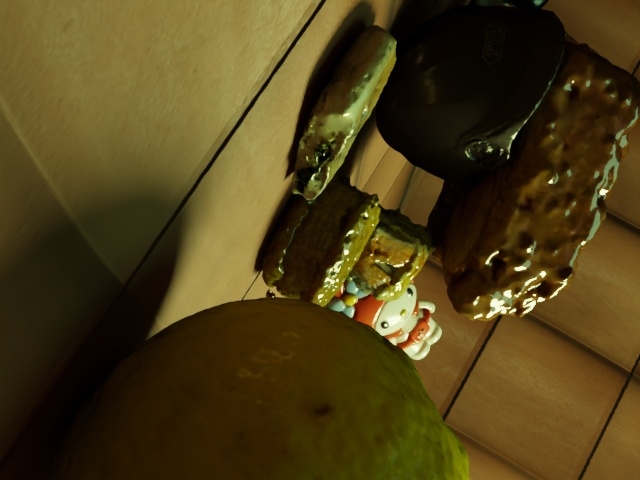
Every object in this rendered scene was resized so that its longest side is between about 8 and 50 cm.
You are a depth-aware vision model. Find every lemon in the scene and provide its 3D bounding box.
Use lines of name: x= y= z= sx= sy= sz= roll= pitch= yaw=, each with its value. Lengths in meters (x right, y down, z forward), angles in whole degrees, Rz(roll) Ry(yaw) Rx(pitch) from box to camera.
lemon: x=-0.046 y=0.219 z=0.788 sx=0.387 sy=0.350 sz=0.349 roll=-56 pitch=172 yaw=-30

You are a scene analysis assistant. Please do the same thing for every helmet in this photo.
helmet: x=0.181 y=-0.214 z=1.241 sx=0.305 sy=0.177 sz=0.225 roll=123 pitch=-14 yaw=-60

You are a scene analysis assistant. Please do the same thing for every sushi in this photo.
sushi: x=0.070 y=0.000 z=1.419 sx=0.139 sy=0.184 sz=0.274 roll=-57 pitch=180 yaw=2

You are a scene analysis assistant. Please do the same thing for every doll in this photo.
doll: x=0.109 y=0.111 z=1.749 sx=0.161 sy=0.290 sz=0.130 roll=-50 pitch=-160 yaw=-8

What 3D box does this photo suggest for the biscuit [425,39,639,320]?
biscuit: x=0.305 y=-0.103 z=1.335 sx=0.342 sy=0.166 sz=0.395 roll=-98 pitch=-152 yaw=-67

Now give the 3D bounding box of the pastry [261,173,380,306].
pastry: x=0.000 y=0.000 z=1.207 sx=0.188 sy=0.103 sz=0.188 roll=-59 pitch=172 yaw=-13

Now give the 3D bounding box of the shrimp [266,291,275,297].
shrimp: x=-0.091 y=0.116 z=1.382 sx=0.083 sy=0.023 sz=0.114 roll=-64 pitch=178 yaw=10

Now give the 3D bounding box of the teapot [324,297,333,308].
teapot: x=0.086 y=0.103 z=1.893 sx=0.182 sy=0.173 sz=0.269 roll=-132 pitch=-145 yaw=-59

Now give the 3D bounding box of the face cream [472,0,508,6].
face cream: x=0.308 y=-0.393 z=1.911 sx=0.139 sy=0.067 sz=0.285 roll=-53 pitch=170 yaw=-40

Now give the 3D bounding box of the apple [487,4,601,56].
apple: x=0.336 y=-0.243 z=1.635 sx=0.305 sy=0.339 sz=0.338 roll=-63 pitch=173 yaw=12

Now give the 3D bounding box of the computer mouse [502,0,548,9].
computer mouse: x=0.388 y=-0.517 z=1.733 sx=0.233 sy=0.137 sz=0.096 roll=-57 pitch=-171 yaw=-30

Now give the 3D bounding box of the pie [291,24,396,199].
pie: x=0.030 y=-0.151 z=1.021 sx=0.185 sy=0.052 sz=0.218 roll=-62 pitch=177 yaw=-28
